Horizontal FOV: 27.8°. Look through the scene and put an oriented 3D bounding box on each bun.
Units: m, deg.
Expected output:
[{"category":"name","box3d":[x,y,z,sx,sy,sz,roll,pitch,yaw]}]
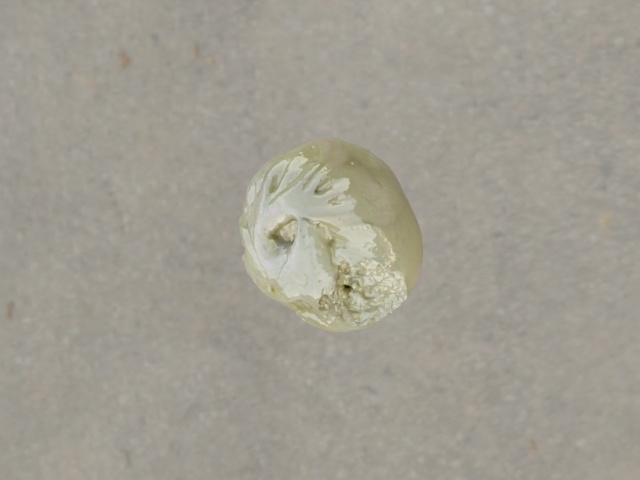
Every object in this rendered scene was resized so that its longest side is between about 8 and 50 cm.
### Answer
[{"category":"bun","box3d":[0.000,0.000,1.232,0.193,0.128,0.178,50,124,36]}]
